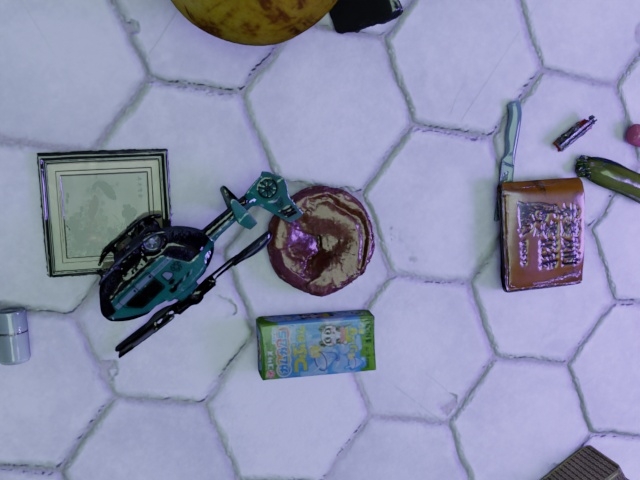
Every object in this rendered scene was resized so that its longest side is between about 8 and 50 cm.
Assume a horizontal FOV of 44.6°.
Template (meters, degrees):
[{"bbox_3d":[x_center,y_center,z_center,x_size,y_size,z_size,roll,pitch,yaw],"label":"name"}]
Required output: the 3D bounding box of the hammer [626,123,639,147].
[{"bbox_3d":[0.585,-0.182,1.386,0.083,0.043,0.043,12,95,-13],"label":"hammer"}]

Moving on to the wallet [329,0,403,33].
[{"bbox_3d":[0.031,-0.457,1.169,0.030,0.146,0.285,-28,106,-36],"label":"wallet"}]

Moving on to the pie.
[{"bbox_3d":[0.000,0.000,1.270,0.182,0.049,0.182,-1,95,-8],"label":"pie"}]

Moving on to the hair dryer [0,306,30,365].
[{"bbox_3d":[-0.513,0.147,1.180,0.137,0.047,0.082,-3,99,-7],"label":"hair dryer"}]

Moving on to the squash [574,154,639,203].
[{"bbox_3d":[0.534,-0.106,1.381,0.183,0.052,0.052,22,93,-12],"label":"squash"}]

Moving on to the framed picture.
[{"bbox_3d":[-0.329,-0.043,1.210,0.199,0.010,0.195,-4,99,-13],"label":"framed picture"}]

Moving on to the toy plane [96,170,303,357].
[{"bbox_3d":[-0.207,0.022,1.193,0.382,0.106,0.155,-41,115,-2],"label":"toy plane"}]

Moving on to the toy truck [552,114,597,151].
[{"bbox_3d":[0.444,-0.187,1.356,0.083,0.032,0.024,-38,100,-6],"label":"toy truck"}]

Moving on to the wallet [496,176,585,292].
[{"bbox_3d":[0.386,-0.009,1.355,0.161,0.042,0.195,-6,102,-16],"label":"wallet"}]

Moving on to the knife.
[{"bbox_3d":[0.324,-0.136,1.345,0.028,0.015,0.210,2,98,-20],"label":"knife"}]

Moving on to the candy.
[{"bbox_3d":[-0.007,0.172,1.289,0.195,0.062,0.097,-3,99,-11],"label":"candy"}]

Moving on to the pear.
[{"bbox_3d":[-0.097,-0.408,1.077,0.281,0.281,0.280,-2,98,-13],"label":"pear"}]

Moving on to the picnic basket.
[{"bbox_3d":[0.475,0.460,1.414,0.164,0.115,0.079,-35,102,-6],"label":"picnic basket"}]
